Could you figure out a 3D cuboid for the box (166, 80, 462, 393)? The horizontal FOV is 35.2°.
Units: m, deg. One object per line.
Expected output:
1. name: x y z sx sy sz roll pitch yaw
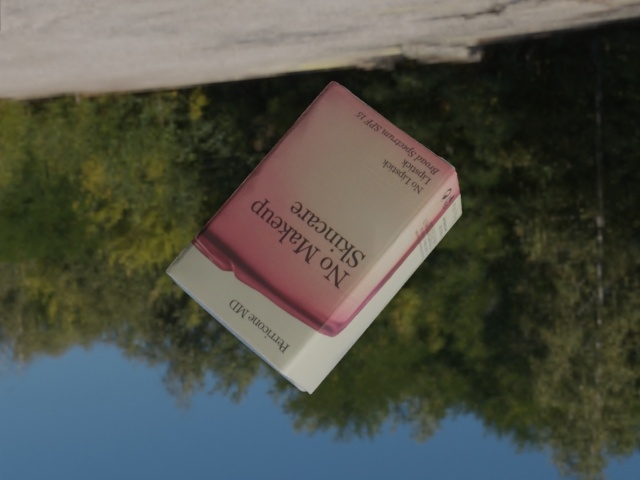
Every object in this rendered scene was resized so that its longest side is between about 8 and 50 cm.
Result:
1. box: 0.000 0.000 0.921 0.148 0.232 0.127 38 173 17
